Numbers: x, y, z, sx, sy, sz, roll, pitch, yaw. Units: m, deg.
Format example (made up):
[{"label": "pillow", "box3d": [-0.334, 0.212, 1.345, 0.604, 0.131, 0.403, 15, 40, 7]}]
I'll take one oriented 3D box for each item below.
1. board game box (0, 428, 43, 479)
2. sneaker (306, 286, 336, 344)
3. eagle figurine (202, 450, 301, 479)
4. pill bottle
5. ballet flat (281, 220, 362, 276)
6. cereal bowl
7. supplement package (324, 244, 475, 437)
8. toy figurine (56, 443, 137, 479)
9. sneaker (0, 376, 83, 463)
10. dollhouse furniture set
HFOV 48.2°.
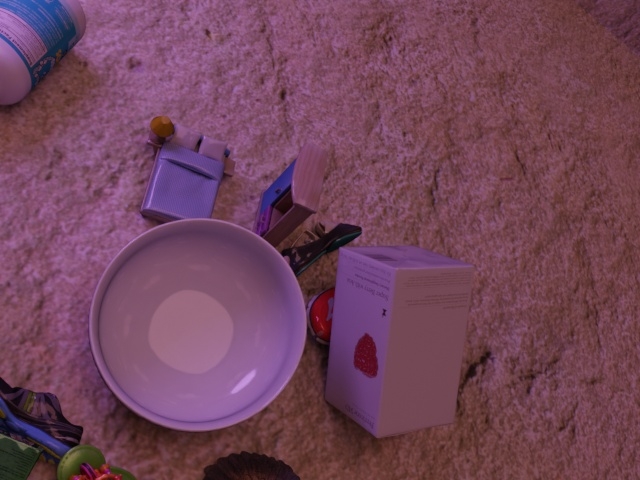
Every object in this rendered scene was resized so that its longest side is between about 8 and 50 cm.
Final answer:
[{"label": "board game box", "box3d": [-0.524, 0.288, 0.953, 0.259, 0.030, 0.136, 30, 76, -15]}, {"label": "sneaker", "box3d": [0.088, 0.105, 1.389, 0.279, 0.118, 0.107, -27, 80, -38]}, {"label": "eagle figurine", "box3d": [-0.068, 0.476, 1.065, 0.225, 0.226, 0.298, -42, 96, -18]}, {"label": "pill bottle", "box3d": [-0.531, -0.333, 1.227, 0.146, 0.146, 0.264, 35, 53, -11]}, {"label": "ballet flat", "box3d": [0.000, 0.000, 1.425, 0.203, 0.074, 0.074, -32, 84, -36]}, {"label": "cereal bowl", "box3d": [-0.200, 0.140, 1.162, 0.339, 0.141, 0.339, 5, 74, -17]}, {"label": "supplement package", "box3d": [0.134, 0.168, 1.266, 0.175, 0.177, 0.293, -1, 101, -31]}, {"label": "toy figurine", "box3d": [-0.276, 0.367, 0.979, 0.130, 0.159, 0.173, -28, 102, -38]}, {"label": "sneaker", "box3d": [-0.430, 0.249, 1.047, 0.188, 0.067, 0.078, 40, 34, -7]}, {"label": "dollhouse furniture set", "box3d": [-0.180, -0.080, 1.275, 0.303, 0.198, 0.286, 22, 56, -19]}]
